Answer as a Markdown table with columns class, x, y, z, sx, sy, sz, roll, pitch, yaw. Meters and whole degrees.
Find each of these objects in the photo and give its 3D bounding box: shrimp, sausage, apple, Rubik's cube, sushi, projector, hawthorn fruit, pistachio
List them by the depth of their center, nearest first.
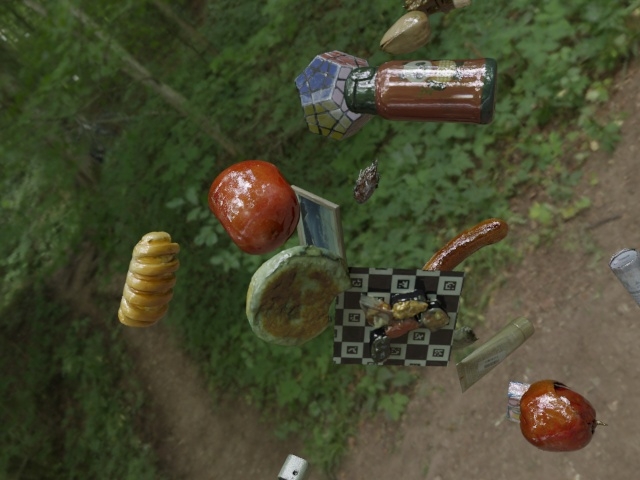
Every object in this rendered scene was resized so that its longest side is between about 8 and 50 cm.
| class | x | y | z | sx | sy | sz | roll | pitch | yaw |
| --- | --- | --- | --- | --- | --- | --- | --- | --- | --- |
| hawthorn fruit | 0.492 | 0.363 | 1.260 | 0.172 | 0.148 | 0.148 | 5 | 35 | 36 |
| apple | -0.175 | -0.087 | 1.698 | 0.216 | 0.260 | 0.260 | -33 | 3 | -8 |
| sushi | 0.209 | 0.238 | 1.699 | 0.064 | 0.343 | 0.359 | -87 | -1 | -55 |
| shrimp | 0.135 | -0.169 | 1.751 | 0.056 | 0.065 | 0.165 | 1 | -50 | -28 |
| sausage | 0.431 | 0.029 | 1.879 | 0.302 | 0.076 | 0.103 | -39 | 33 | 9 |
| pistachio | 0.261 | -0.625 | 1.884 | 0.126 | 0.108 | 0.185 | -32 | 7 | -39 |
| projector | -0.083 | 0.761 | 2.015 | 0.082 | 0.083 | 0.083 | -58 | -29 | -38 |
| Rubik's cube | 0.060 | -0.514 | 2.197 | 0.319 | 0.319 | 0.264 | -39 | -30 | 21 |

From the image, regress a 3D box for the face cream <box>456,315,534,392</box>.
| class | x | y | z | sx | sy | sz | roll | pitch | yaw |
| --- | --- | --- | --- | --- | --- | --- | --- | --- | --- |
| face cream | 0.603 | 0.386 | 2.151 | 0.341 | 0.137 | 0.084 | -32 | 34 | -22 |

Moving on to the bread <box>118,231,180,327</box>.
| class | x | y | z | sx | sy | sz | roll | pitch | yaw |
| --- | --- | --- | --- | --- | --- | --- | --- | --- | --- |
| bread | -0.526 | 0.125 | 1.933 | 0.173 | 0.121 | 0.311 | -14 | -56 | -61 |

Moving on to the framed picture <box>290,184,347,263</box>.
| class | x | y | z | sx | sy | sz | roll | pitch | yaw |
| --- | --- | --- | --- | --- | --- | --- | --- | --- | --- |
| framed picture | 0.000 | 0.000 | 2.037 | 0.022 | 0.335 | 0.247 | -27 | 35 | -29 |

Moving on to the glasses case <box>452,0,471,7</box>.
| class | x | y | z | sx | sy | sz | roll | pitch | yaw |
| --- | --- | --- | --- | --- | --- | --- | --- | --- | --- |
| glasses case | 0.363 | -0.724 | 1.657 | 0.050 | 0.196 | 0.083 | -6 | 45 | 25 |

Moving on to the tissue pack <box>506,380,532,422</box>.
| class | x | y | z | sx | sy | sz | roll | pitch | yaw |
| --- | --- | --- | --- | --- | --- | --- | --- | --- | --- |
| tissue pack | 0.638 | 0.510 | 1.917 | 0.115 | 0.155 | 0.065 | 7 | 48 | 21 |

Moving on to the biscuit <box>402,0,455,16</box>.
| class | x | y | z | sx | sy | sz | roll | pitch | yaw |
| --- | --- | --- | --- | --- | --- | --- | --- | --- | --- |
| biscuit | 0.393 | -0.808 | 1.825 | 0.268 | 0.115 | 0.366 | -7 | -14 | -4 |

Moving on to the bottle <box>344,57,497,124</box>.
| class | x | y | z | sx | sy | sz | roll | pitch | yaw |
| --- | --- | --- | --- | --- | --- | --- | --- | --- | --- |
| bottle | 0.221 | -0.331 | 1.388 | 0.336 | 0.144 | 0.144 | 3 | 21 | 16 |

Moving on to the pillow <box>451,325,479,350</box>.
| class | x | y | z | sx | sy | sz | roll | pitch | yaw |
| --- | --- | --- | --- | --- | --- | --- | --- | --- | --- |
| pillow | 0.497 | 0.360 | 2.215 | 0.241 | 0.093 | 0.051 | 124 | 162 | -58 |

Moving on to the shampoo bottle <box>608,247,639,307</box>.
| class | x | y | z | sx | sy | sz | roll | pitch | yaw |
| --- | --- | --- | --- | --- | --- | --- | --- | --- | --- |
| shampoo bottle | 0.698 | 0.116 | 1.306 | 0.072 | 0.214 | 0.072 | -39 | 10 | 8 |

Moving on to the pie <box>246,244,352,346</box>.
| class | x | y | z | sx | sy | sz | roll | pitch | yaw |
| --- | --- | --- | --- | --- | --- | --- | --- | --- | --- |
| pie | -0.054 | 0.140 | 1.556 | 0.302 | 0.302 | 0.067 | -41 | 42 | -5 |
